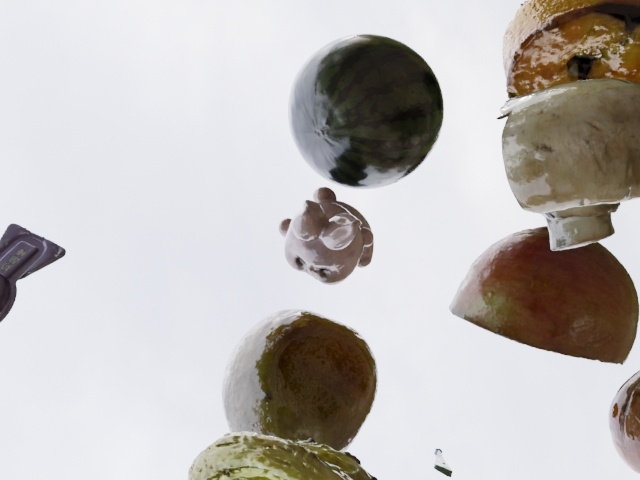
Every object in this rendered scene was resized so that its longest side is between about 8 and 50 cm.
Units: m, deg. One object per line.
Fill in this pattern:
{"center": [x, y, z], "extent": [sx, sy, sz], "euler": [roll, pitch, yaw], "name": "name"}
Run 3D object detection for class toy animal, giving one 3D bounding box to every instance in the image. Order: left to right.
{"center": [0.000, 0.002, 1.383], "extent": [0.212, 0.124, 0.124], "euler": [-20, -86, -79], "name": "toy animal"}

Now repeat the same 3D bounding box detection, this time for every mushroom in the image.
{"center": [0.331, -0.095, 1.315], "extent": [0.254, 0.189, 0.195], "euler": [-17, -86, -59], "name": "mushroom"}

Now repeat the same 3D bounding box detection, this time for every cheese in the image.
{"center": [-0.389, 0.056, 1.295], "extent": [0.191, 0.105, 0.042], "euler": [-49, -30, -31], "name": "cheese"}

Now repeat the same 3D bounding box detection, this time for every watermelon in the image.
{"center": [0.061, -0.171, 1.481], "extent": [0.212, 0.212, 0.212], "euler": [28, -125, -49], "name": "watermelon"}

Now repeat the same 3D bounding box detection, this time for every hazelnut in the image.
{"center": [0.455, 0.234, 1.484], "extent": [0.150, 0.150, 0.150], "euler": [28, -125, -49], "name": "hazelnut"}

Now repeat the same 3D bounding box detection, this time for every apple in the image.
{"center": [0.424, 0.109, 2.034], "extent": [0.346, 0.179, 0.254], "euler": [13, -130, -6], "name": "apple"}

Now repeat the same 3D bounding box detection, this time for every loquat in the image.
{"center": [-0.038, 0.264, 1.948], "extent": [0.276, 0.276, 0.284], "euler": [41, -133, -41], "name": "loquat"}

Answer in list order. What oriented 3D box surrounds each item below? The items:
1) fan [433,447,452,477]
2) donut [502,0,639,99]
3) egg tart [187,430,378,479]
{"center": [0.230, 0.423, 2.145], "extent": [0.016, 0.038, 0.193], "euler": [-63, -2, 1], "name": "fan"}
{"center": [0.375, -0.268, 1.581], "extent": [0.253, 0.253, 0.118], "euler": [35, -145, -45], "name": "donut"}
{"center": [-0.019, 0.387, 1.477], "extent": [0.132, 0.345, 0.345], "euler": [-36, -73, -51], "name": "egg tart"}
